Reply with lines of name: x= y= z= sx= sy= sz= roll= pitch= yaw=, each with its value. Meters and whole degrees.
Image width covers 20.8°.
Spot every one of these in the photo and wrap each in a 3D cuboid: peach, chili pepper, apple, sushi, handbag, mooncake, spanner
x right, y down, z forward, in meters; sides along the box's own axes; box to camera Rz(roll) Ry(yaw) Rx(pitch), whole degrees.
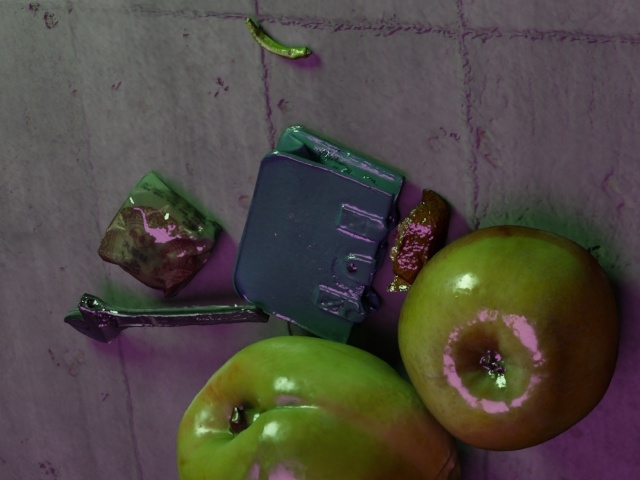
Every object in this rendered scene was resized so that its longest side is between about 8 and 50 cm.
peach: x=-0.003 y=0.273 z=2.017 sx=0.314 sy=0.281 sz=0.315 roll=3 pitch=142 yaw=41
chili pepper: x=-0.048 y=-0.222 z=1.949 sx=0.083 sy=0.017 sz=0.030 roll=24 pitch=123 yaw=11
apple: x=0.201 y=0.107 z=1.888 sx=0.261 sy=0.194 sz=0.261 roll=9 pitch=112 yaw=24
sushi: x=0.108 y=0.006 z=1.968 sx=0.055 sy=0.052 sz=0.120 roll=22 pitch=124 yaw=16
handbag: x=0.000 y=0.000 z=2.015 sx=0.179 sy=0.062 sz=0.229 roll=25 pitch=127 yaw=11
mooncake: x=-0.197 y=0.003 z=2.113 sx=0.125 sy=0.073 sz=0.130 roll=36 pitch=128 yaw=3
spanner: x=-0.198 y=0.096 z=2.152 sx=0.325 sy=0.026 sz=0.093 roll=-2 pitch=144 yaw=36
